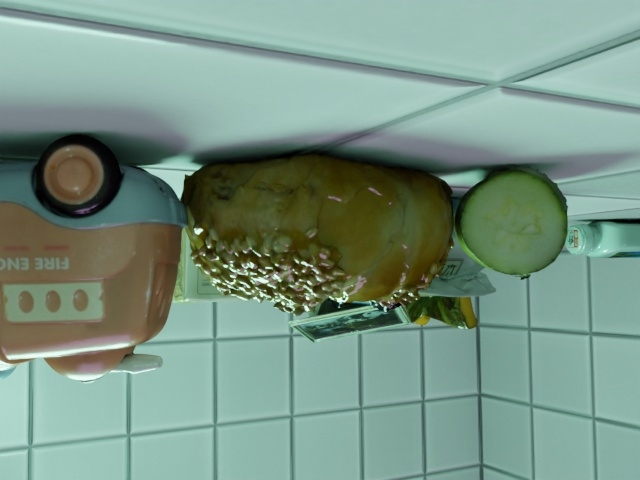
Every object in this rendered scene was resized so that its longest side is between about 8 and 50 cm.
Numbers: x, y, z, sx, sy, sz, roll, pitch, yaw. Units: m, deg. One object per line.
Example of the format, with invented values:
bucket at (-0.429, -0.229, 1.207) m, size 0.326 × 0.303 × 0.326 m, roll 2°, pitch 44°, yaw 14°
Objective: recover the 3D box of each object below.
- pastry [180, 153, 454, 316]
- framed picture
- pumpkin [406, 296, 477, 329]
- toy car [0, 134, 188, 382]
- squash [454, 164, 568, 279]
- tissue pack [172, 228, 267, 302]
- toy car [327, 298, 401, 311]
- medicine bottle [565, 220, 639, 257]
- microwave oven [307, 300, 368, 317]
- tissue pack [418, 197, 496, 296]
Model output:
pastry at (0.000, 0.000, 0.753) m, size 0.311 × 0.161 × 0.255 m, roll 0°, pitch 175°, yaw -40°
framed picture at (0.085, 0.214, 1.778) m, size 0.296 × 0.019 × 0.232 m, roll -13°, pitch 158°, yaw 11°
pumpkin at (0.291, 0.081, 1.619) m, size 0.095 × 0.258 × 0.290 m, roll 23°, pitch 167°, yaw -16°
toy car at (-0.260, 0.025, 0.634) m, size 0.271 × 0.212 × 0.180 m, roll -1°, pitch 177°, yaw 0°
squash at (0.213, -0.023, 0.816) m, size 0.123 × 0.123 × 0.187 m, roll -1°, pitch -178°, yaw 4°
tissue pack at (-0.143, 0.030, 1.224) m, size 0.234 × 0.159 × 0.125 m, roll 1°, pitch 177°, yaw -24°
toy car at (0.105, 0.052, 1.658) m, size 0.166 × 0.198 × 0.314 m, roll -29°, pitch -163°, yaw -37°
medicine bottle at (0.655, -0.002, 1.519) m, size 0.229 × 0.083 × 0.121 m, roll -1°, pitch 176°, yaw -15°
microwave oven at (0.043, 0.114, 1.904) m, size 0.194 × 0.145 × 0.240 m, roll 3°, pitch -143°, yaw -23°
tissue pack at (0.154, 0.030, 1.026) m, size 0.229 × 0.145 × 0.159 m, roll 4°, pitch 141°, yaw -38°
